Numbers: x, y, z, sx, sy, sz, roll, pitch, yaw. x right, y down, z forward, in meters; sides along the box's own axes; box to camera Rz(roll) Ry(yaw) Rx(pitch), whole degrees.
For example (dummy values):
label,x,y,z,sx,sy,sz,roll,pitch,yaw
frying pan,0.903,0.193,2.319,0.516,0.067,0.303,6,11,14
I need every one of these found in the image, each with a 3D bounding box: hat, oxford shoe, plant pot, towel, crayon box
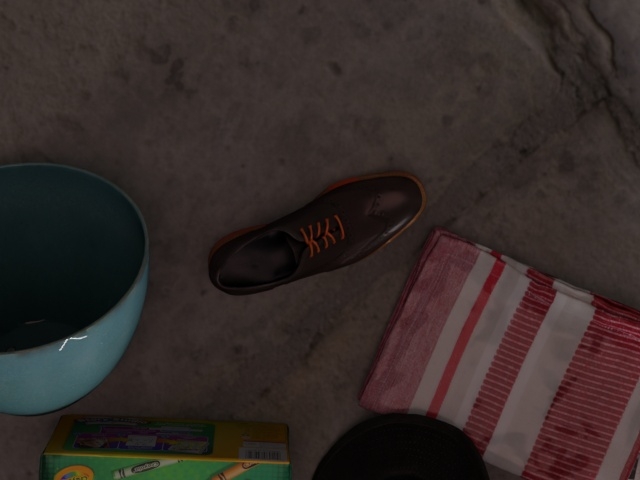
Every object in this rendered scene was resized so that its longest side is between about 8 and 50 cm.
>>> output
label,x,y,z,sx,sy,sz,roll,pitch,yaw
hat,0.112,0.376,1.708,0.134,0.331,0.331,25,98,-44
oxford shoe,0.000,0.000,1.686,0.271,0.098,0.097,-25,98,1
plant pot,-0.326,0.081,1.617,0.290,0.290,0.195,-3,134,-2
towel,0.235,0.152,1.717,0.329,0.037,0.237,23,97,7
crayon box,-0.173,0.263,1.681,0.278,0.165,0.081,3,98,-3

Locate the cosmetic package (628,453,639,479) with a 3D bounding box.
label,x,y,z,sx,sy,sz,roll,pitch,yaw
cosmetic package,0.412,0.305,1.768,0.239,0.060,0.099,10,98,-4
